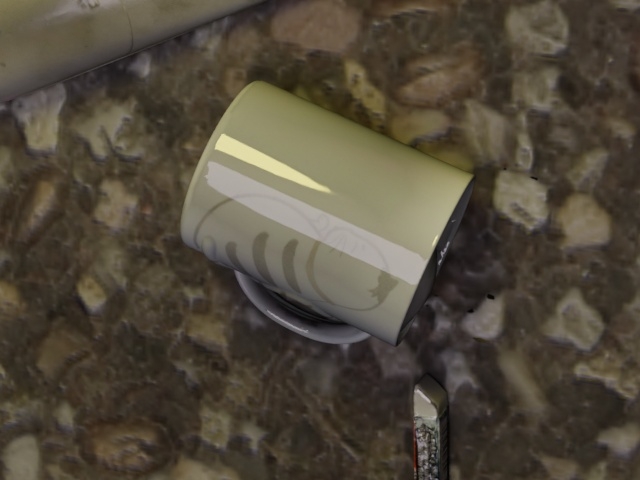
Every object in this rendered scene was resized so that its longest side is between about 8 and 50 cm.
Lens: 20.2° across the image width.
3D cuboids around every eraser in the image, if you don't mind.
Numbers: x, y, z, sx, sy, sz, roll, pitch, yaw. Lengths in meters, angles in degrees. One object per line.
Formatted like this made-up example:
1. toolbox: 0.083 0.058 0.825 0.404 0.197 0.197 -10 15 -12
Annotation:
1. eraser: 0.061 0.125 1.008 0.019 0.027 0.099 4 108 16

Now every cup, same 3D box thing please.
1. cup: -0.002 0.001 0.951 0.133 0.099 0.136 25 110 7

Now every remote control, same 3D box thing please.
1. remote control: -0.117 -0.134 0.974 0.229 0.044 0.073 -18 97 20
